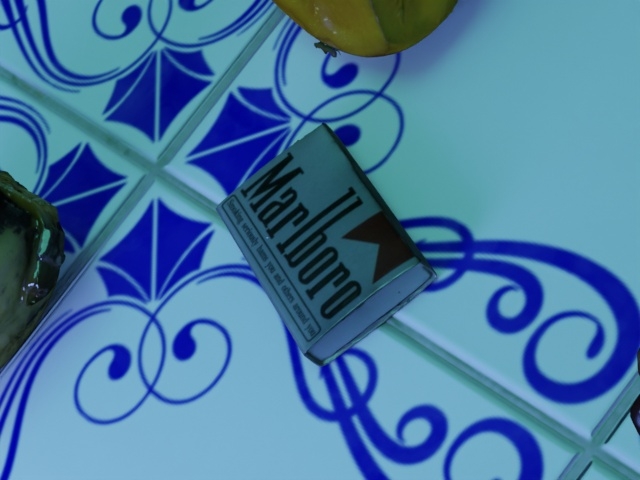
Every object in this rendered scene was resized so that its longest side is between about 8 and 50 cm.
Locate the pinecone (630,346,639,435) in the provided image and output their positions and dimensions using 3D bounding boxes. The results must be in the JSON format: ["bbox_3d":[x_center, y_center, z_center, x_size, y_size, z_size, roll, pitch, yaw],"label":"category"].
[{"bbox_3d":[0.300,0.078,1.074,0.264,0.264,0.264,-16,55,23],"label":"pinecone"}]

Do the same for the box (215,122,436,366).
[{"bbox_3d":[0.000,0.000,1.435,0.115,0.036,0.177,-38,48,5],"label":"box"}]

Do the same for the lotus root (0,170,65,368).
[{"bbox_3d":[-0.343,0.067,1.512,0.310,0.183,0.183,-48,49,-2],"label":"lotus root"}]

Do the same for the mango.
[{"bbox_3d":[0.011,-0.263,1.511,0.138,0.187,0.257,-21,39,-25],"label":"mango"}]
